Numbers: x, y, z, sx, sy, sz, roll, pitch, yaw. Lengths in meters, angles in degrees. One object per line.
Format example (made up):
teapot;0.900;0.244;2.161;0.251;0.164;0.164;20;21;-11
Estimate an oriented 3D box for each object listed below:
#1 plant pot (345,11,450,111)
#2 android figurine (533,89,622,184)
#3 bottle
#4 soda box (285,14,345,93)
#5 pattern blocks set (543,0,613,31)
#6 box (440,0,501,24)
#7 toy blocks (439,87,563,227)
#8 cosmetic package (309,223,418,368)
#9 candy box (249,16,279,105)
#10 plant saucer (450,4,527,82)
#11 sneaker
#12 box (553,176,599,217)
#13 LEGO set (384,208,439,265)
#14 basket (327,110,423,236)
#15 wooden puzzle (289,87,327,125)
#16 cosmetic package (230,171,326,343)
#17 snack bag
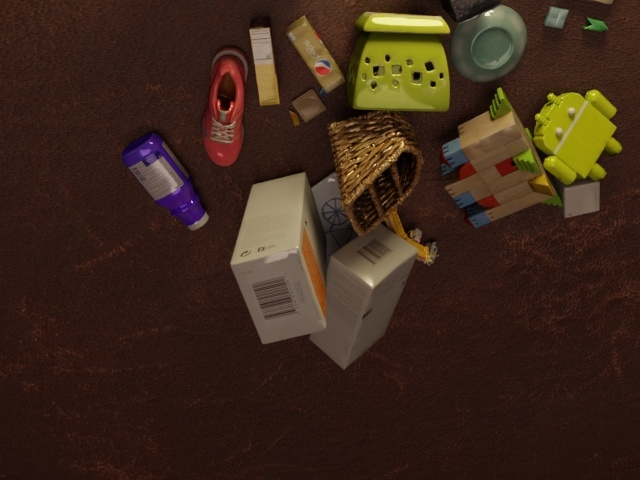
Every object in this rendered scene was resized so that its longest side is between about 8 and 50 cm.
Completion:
plant pot;0.181;-0.426;1.472;0.228;0.227;0.207;2;111;-4
android figurine;0.676;-0.278;1.651;0.273;0.056;0.248;35;88;-20
bottle;-0.409;-0.151;1.690;0.118;0.092;0.283;-27;120;14
soda box;-0.011;-0.456;1.537;0.058;0.061;0.181;-30;119;15
pattern blocks set;0.660;-0.657;1.469;0.286;0.026;0.324;-1;123;-2
box;0.309;-0.616;1.400;0.108;0.153;0.207;-22;120;11
toy blocks;0.450;-0.189;1.683;0.261;0.190;0.381;-24;131;27
cosmetic package;0.114;0.163;1.781;0.156;0.217;0.385;37;141;24
candy box;-0.134;-0.435;1.516;0.053;0.109;0.186;-5;122;0
plant saucer;0.424;-0.484;1.559;0.195;0.037;0.195;-1;123;-2
sneaker;-0.249;-0.316;1.569;0.116;0.136;0.313;6;122;-6
box;0.722;-0.135;1.767;0.102;0.087;0.101;-12;122;5
LEGO set;0.215;-0.014;1.807;0.287;0.132;0.107;44;139;-22
basket;0.157;-0.161;1.564;0.214;0.223;0.299;-13;161;8
wooden puzzle;-0.031;-0.352;1.632;0.116;0.014;0.078;-24;125;12
cosmetic package;-0.087;0.025;1.567;0.162;0.453;0.230;-14;117;7
snack bag;0.000;0.000;1.843;0.343;0.037;0.323;-33;118;16
